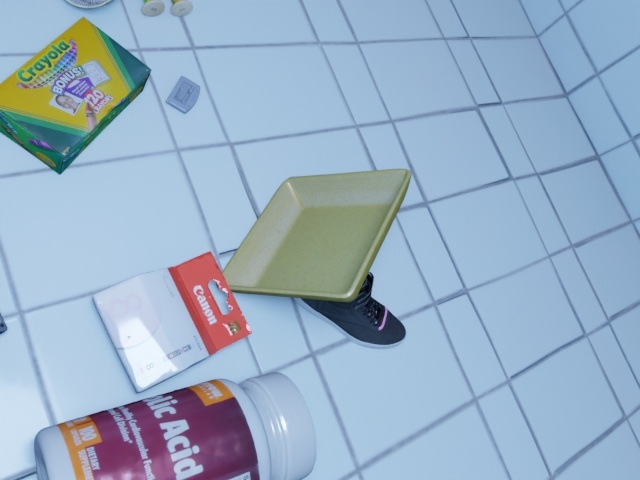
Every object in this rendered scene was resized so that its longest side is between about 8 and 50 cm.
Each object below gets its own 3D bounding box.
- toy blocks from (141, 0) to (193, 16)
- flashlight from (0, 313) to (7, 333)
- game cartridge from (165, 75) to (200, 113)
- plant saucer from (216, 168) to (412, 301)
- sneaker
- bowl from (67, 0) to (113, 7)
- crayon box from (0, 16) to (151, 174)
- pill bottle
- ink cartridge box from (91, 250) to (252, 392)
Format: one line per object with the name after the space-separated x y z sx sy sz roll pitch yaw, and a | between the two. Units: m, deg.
-0.372 -0.591 1.319 0.123 0.054 0.148 -15 78 -35 | toy blocks
-0.606 0.022 0.894 0.103 0.103 0.304 -25 84 -9 | flashlight
-0.299 -0.320 1.272 0.056 0.017 0.083 28 58 -14 | game cartridge
0.000 0.000 1.165 0.081 0.333 0.333 58 48 -35 | plant saucer
0.093 0.140 1.230 0.296 0.147 0.104 30 56 -18 | sneaker
-0.471 -0.566 1.217 0.170 0.080 0.170 1 95 8 | bowl
-0.478 -0.282 1.108 0.165 0.081 0.278 37 56 -13 | crayon box
-0.217 0.349 0.908 0.392 0.224 0.224 -9 75 -34 | pill bottle
-0.263 0.138 1.048 0.232 0.066 0.189 -26 84 -19 | ink cartridge box
